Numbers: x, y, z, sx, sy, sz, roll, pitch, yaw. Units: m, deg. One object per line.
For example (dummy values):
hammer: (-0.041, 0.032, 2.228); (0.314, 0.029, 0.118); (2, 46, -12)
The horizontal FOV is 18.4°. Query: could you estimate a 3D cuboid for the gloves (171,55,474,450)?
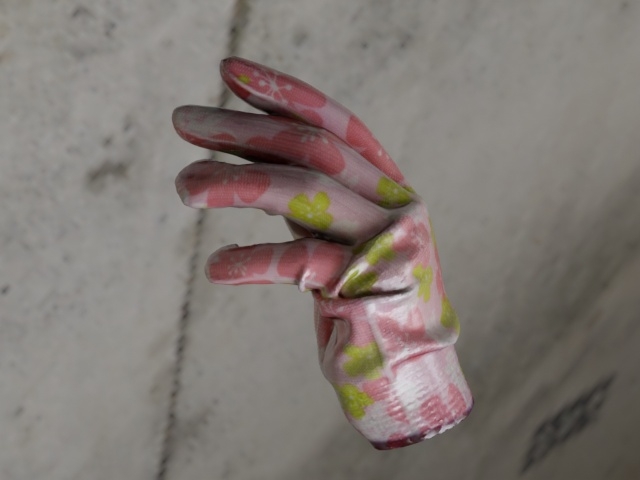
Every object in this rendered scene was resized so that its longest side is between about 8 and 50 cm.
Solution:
gloves: (0.010, -0.002, 1.169); (0.126, 0.241, 0.145); (-14, -168, 32)
